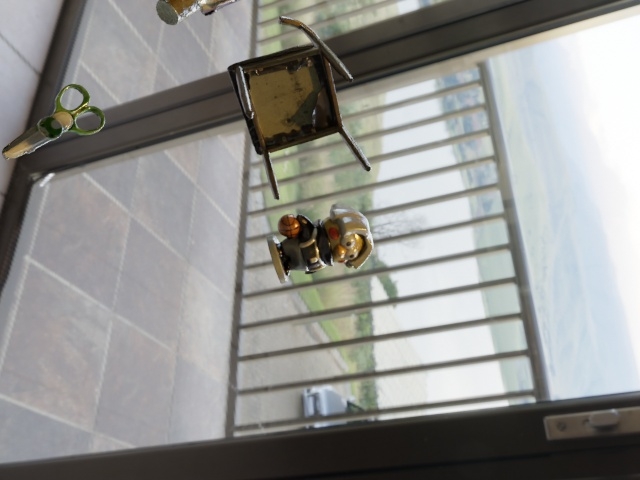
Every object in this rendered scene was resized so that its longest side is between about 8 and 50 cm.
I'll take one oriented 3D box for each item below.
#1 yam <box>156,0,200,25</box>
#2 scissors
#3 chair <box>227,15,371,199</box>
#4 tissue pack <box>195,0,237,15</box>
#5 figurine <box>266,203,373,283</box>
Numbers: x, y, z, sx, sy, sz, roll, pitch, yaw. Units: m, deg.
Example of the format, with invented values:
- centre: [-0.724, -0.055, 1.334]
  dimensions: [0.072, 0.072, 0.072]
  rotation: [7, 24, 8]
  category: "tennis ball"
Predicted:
- centre: [-0.237, -0.430, 1.188]
  dimensions: [0.132, 0.054, 0.054]
  rotation: [-54, 133, -40]
  category: "yam"
- centre: [-0.506, -0.212, 1.248]
  dimensions: [0.204, 0.027, 0.101]
  rotation: [-43, 108, -32]
  category: "scissors"
- centre: [-0.043, -0.219, 1.057]
  dimensions: [0.272, 0.167, 0.188]
  rotation: [-108, -179, -50]
  category: "chair"
- centre: [-0.008, -0.392, 0.648]
  dimensions: [0.125, 0.344, 0.242]
  rotation: [64, 3, -61]
  category: "tissue pack"
- centre: [0.000, 0.000, 1.544]
  dimensions: [0.133, 0.237, 0.176]
  rotation: [-106, -179, -54]
  category: "figurine"
